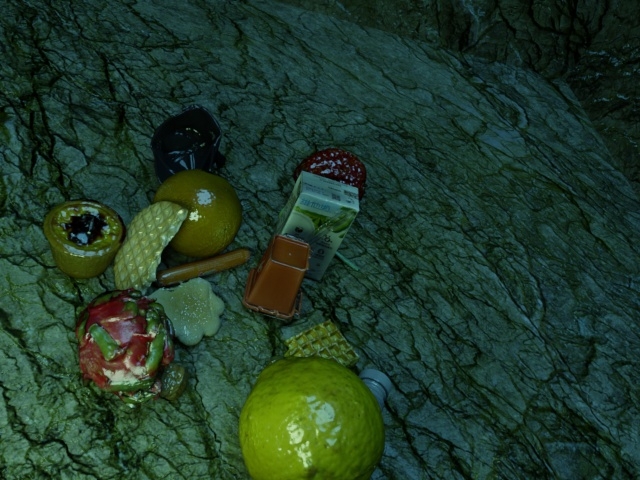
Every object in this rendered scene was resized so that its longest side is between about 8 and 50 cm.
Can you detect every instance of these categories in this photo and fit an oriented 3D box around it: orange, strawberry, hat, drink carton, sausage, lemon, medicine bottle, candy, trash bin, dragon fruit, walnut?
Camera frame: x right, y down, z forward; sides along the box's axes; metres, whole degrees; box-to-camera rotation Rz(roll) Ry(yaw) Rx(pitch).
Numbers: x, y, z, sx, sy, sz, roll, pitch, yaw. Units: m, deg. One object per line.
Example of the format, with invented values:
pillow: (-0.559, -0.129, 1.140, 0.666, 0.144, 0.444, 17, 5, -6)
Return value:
orange: (-0.372, -0.083, 1.981, 0.274, 0.274, 0.274, 14, 45, -14)
strawberry: (0.027, -0.210, 2.310, 0.288, 0.238, 0.250, 20, 26, -44)
hat: (-0.442, -0.266, 2.225, 0.238, 0.209, 0.336, -2, 66, -2)
drink carton: (-0.030, -0.041, 2.069, 0.194, 0.324, 0.132, 16, 40, -15)
sausage: (-0.351, 0.082, 1.987, 0.348, 0.053, 0.053, -16, 58, -37)
lemon: (-0.025, 0.450, 1.579, 0.350, 0.350, 0.387, -10, 67, -33)
medicine bottle: (0.126, 0.451, 1.832, 0.105, 0.105, 0.168, 31, 43, 4)
candy: (0.000, 0.000, 2.238, 0.336, 0.093, 0.092, 38, 86, -1)
trash bin: (-0.108, 0.110, 1.943, 0.185, 0.238, 0.161, 19, 44, -11)
dragon fruit: (-0.477, 0.260, 1.622, 0.237, 0.231, 0.302, -15, 51, -27)
walnut: (-0.382, 0.360, 1.690, 0.079, 0.083, 0.096, 43, 41, -31)

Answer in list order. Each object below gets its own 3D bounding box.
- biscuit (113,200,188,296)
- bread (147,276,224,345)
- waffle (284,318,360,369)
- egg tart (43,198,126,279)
biscuit: (-0.498, 0.018, 1.843, 0.205, 0.308, 0.040, 26, -1, 40)
bread: (-0.366, 0.199, 1.845, 0.251, 0.039, 0.181, -19, 69, -51)
waffle: (-0.009, 0.334, 1.912, 0.211, 0.055, 0.160, -21, 60, -39)
egg tart: (-0.659, -0.001, 1.828, 0.215, 0.170, 0.215, 15, 45, -15)
